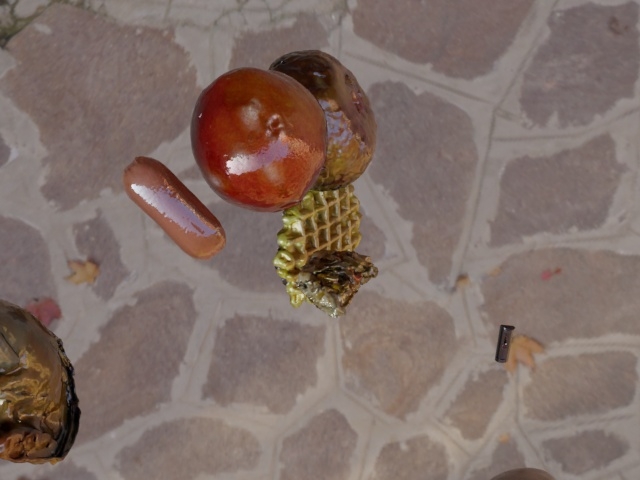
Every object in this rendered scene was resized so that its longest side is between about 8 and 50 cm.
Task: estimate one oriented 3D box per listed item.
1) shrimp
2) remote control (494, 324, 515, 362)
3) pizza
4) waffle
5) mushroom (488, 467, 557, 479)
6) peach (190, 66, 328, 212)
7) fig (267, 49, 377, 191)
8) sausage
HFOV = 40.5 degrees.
[{"bbox_3d":[-0.228,0.076,0.555,0.066,0.117,0.262,-33,154,9],"label":"shrimp"},{"bbox_3d":[0.387,0.219,1.826,0.034,0.016,0.091,5,117,3],"label":"remote control"},{"bbox_3d":[0.024,0.071,1.750,0.147,0.226,0.069,16,118,19],"label":"pizza"},{"bbox_3d":[0.005,-0.009,1.950,0.062,0.329,0.329,13,121,35],"label":"waffle"},{"bbox_3d":[0.350,0.487,1.287,0.290,0.297,0.297,-5,116,6],"label":"mushroom"},{"bbox_3d":[-0.093,-0.159,1.397,0.243,0.243,0.199,34,150,-17],"label":"peach"},{"bbox_3d":[-0.068,-0.200,1.752,0.369,0.286,0.286,-31,114,29],"label":"fig"},{"bbox_3d":[-0.223,-0.049,1.326,0.077,0.077,0.194,-39,107,14],"label":"sausage"}]
